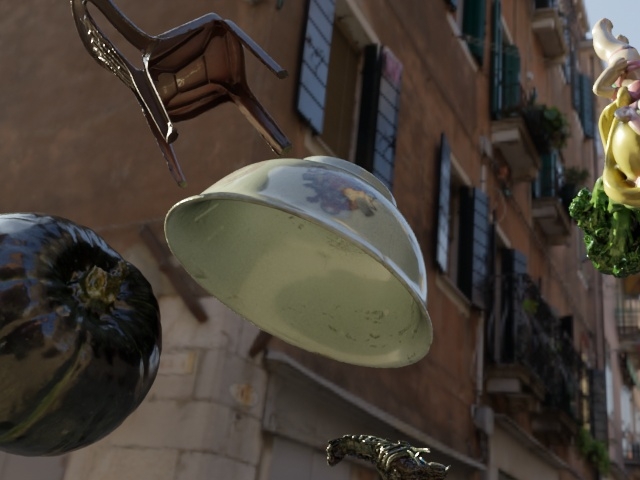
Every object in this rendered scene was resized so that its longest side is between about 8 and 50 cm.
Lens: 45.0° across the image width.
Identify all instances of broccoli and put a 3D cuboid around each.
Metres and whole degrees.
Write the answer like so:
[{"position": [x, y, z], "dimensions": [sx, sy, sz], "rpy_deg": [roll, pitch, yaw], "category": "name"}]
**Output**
[{"position": [0.621, -0.054, 1.438], "dimensions": [0.245, 0.265, 0.295], "rpy_deg": [22, -33, -33], "category": "broccoli"}]

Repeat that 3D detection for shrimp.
[{"position": [0.094, 0.287, 1.030], "dimensions": [0.174, 0.076, 0.082], "rpy_deg": [12, -61, 29], "category": "shrimp"}]

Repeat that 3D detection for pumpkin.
[{"position": [-0.359, 0.116, 0.991], "dimensions": [0.241, 0.323, 0.323], "rpy_deg": [-31, -39, 26], "category": "pumpkin"}]

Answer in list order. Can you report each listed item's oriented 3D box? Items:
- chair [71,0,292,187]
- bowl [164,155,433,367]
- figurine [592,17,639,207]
[{"position": [-0.204, -0.248, 1.108], "dimensions": [0.183, 0.326, 0.175], "rpy_deg": [-27, -28, -17], "category": "chair"}, {"position": [0.000, 0.000, 1.176], "dimensions": [0.435, 0.196, 0.434], "rpy_deg": [22, -27, 12], "category": "bowl"}, {"position": [0.246, -0.105, 0.608], "dimensions": [0.083, 0.187, 0.083], "rpy_deg": [-1, -42, -1], "category": "figurine"}]
